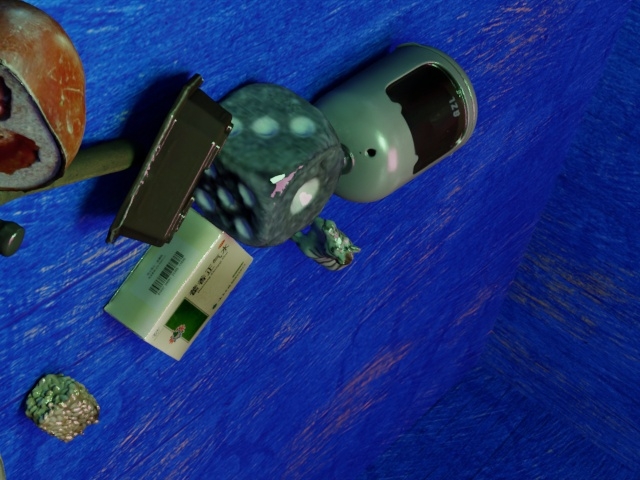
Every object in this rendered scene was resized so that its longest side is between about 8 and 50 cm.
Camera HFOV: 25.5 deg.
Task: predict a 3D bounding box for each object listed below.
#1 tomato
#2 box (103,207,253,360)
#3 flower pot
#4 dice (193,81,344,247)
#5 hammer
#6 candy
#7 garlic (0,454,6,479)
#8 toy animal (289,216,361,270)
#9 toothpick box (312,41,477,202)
[{"bbox_3d":[-0.338,-0.173,1.515,0.214,0.180,0.155,78,26,-45],"label":"tomato"},{"bbox_3d":[-0.223,0.067,2.242,0.212,0.095,0.168,-54,158,-5],"label":"box"},{"bbox_3d":[-0.199,-0.097,1.954,0.251,0.084,0.179,-62,-176,16],"label":"flower pot"},{"bbox_3d":[-0.086,-0.113,2.137,0.182,0.183,0.181,-41,157,-33],"label":"dice"},{"bbox_3d":[-0.329,-0.077,1.729,0.044,0.168,0.440,-59,169,20],"label":"hammer"},{"bbox_3d":[-0.394,0.253,2.159,0.095,0.085,0.110,-48,150,-2],"label":"candy"},{"bbox_3d":[-0.519,0.344,1.759,0.317,0.259,0.317,-43,160,-20],"label":"garlic"},{"bbox_3d":[-0.014,-0.011,2.495,0.090,0.170,0.255,-50,178,3],"label":"toy animal"},{"bbox_3d":[0.094,-0.190,2.421,0.316,0.229,0.229,-35,152,-41],"label":"toothpick box"}]
